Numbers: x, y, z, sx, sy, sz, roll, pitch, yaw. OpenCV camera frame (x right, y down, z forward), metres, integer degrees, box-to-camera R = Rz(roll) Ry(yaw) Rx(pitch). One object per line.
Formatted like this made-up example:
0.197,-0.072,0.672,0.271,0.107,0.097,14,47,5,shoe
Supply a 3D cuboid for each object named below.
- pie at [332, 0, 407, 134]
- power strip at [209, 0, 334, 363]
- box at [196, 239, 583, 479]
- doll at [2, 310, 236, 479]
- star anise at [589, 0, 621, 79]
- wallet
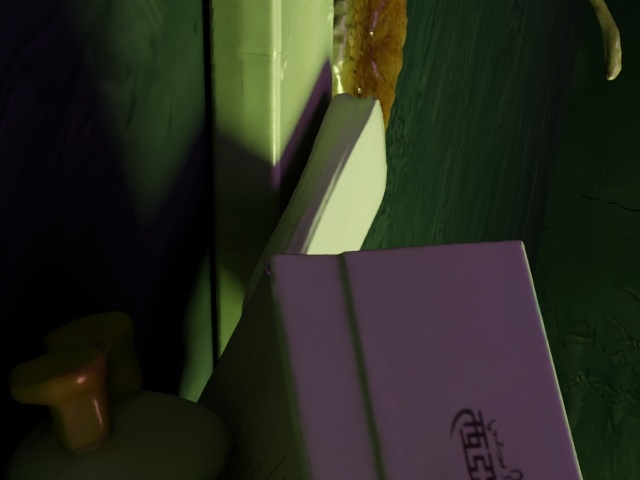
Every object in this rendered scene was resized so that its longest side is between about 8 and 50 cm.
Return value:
0.021,-0.133,0.896,0.195,0.046,0.195,8,90,-77,pie
-0.027,-0.029,0.780,0.106,0.043,0.367,-58,153,-56,power strip
0.014,0.150,0.595,0.274,0.116,0.203,119,-36,-58,box
-0.085,0.154,0.559,0.135,0.098,0.241,-140,-128,-60,doll
0.142,-0.238,0.989,0.148,0.227,0.218,-71,175,-56,star anise
0.000,0.000,0.750,0.095,0.033,0.190,84,23,-50,wallet
